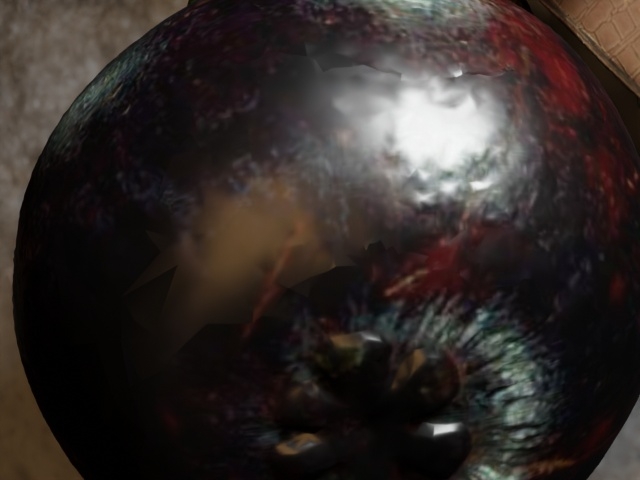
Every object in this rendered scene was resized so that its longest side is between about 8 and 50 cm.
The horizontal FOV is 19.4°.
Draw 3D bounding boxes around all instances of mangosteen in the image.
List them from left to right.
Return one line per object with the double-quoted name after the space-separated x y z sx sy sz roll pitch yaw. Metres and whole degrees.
0.004 0.012 0.853 0.300 0.300 0.300 0 91 26 "mangosteen"

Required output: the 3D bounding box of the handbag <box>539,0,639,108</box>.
0.174 -0.146 0.870 0.151 0.072 0.193 -46 71 18 "handbag"
